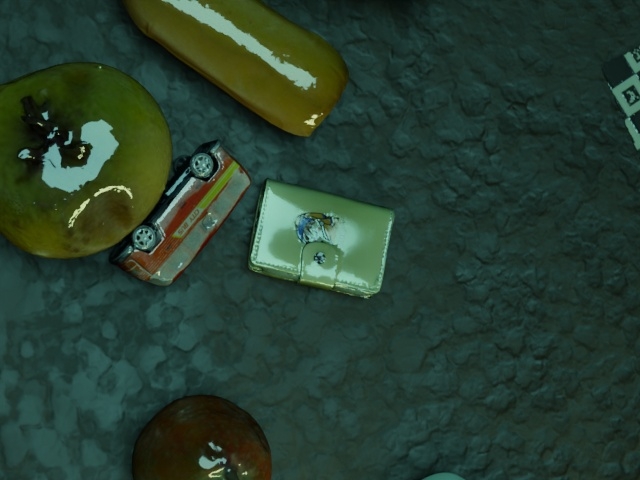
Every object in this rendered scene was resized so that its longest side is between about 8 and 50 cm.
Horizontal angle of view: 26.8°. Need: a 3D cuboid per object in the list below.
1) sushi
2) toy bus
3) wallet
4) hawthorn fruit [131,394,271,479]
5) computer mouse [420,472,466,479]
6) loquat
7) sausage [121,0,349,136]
[{"bbox_3d":[0.472,-0.178,1.650,0.210,0.040,0.192,-24,91,-15],"label":"sushi"},{"bbox_3d":[-0.151,-0.026,1.461,0.077,0.079,0.174,41,77,-17],"label":"toy bus"},{"bbox_3d":[0.000,0.000,1.515,0.155,0.039,0.110,14,78,-13],"label":"wallet"},{"bbox_3d":[-0.108,0.226,1.400,0.149,0.189,0.149,18,61,-36],"label":"hawthorn fruit"},{"bbox_3d":[0.176,0.401,1.492,0.159,0.097,0.288,-35,94,-13],"label":"computer mouse"},{"bbox_3d":[-0.255,-0.082,1.371,0.213,0.213,0.213,1,84,-14],"label":"loquat"},{"bbox_3d":[-0.118,-0.239,1.474,0.328,0.112,0.112,35,77,-8],"label":"sausage"}]
